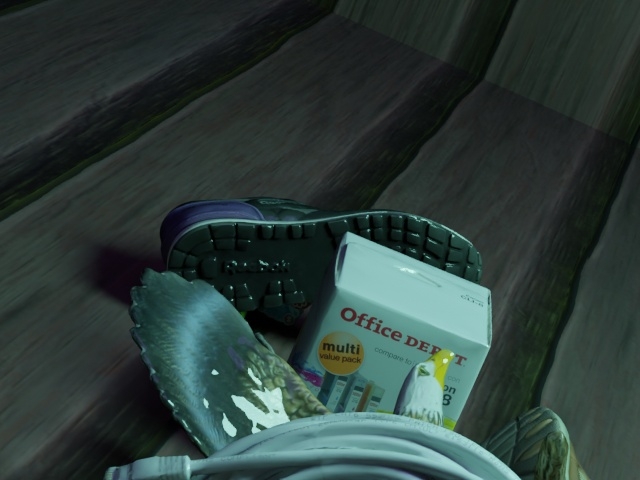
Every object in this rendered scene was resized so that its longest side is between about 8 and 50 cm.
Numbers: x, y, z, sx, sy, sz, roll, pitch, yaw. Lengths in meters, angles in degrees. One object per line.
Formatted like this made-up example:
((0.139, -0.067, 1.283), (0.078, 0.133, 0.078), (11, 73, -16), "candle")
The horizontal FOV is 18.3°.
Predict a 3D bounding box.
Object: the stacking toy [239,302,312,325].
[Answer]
((0.001, 0.064, 1.793), (0.221, 0.052, 0.167), (24, 18, 7), "stacking toy")

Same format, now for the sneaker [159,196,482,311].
((0.000, 0.000, 1.750), (0.283, 0.107, 0.124), (6, 21, -14), "sneaker")

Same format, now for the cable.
((0.016, 0.222, 1.090), (0.257, 0.257, 0.089), (-15, -18, -3), "cable")

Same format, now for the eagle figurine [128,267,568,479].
((0.017, 0.150, 1.290), (0.298, 0.226, 0.225), (14, 25, 16), "eagle figurine")

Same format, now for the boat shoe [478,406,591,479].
((0.164, 0.230, 1.452), (0.116, 0.123, 0.324), (51, 14, -16), "boat shoe")

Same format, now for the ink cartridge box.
((0.040, 0.108, 1.517), (0.128, 0.176, 0.127), (21, 18, -3), "ink cartridge box")
